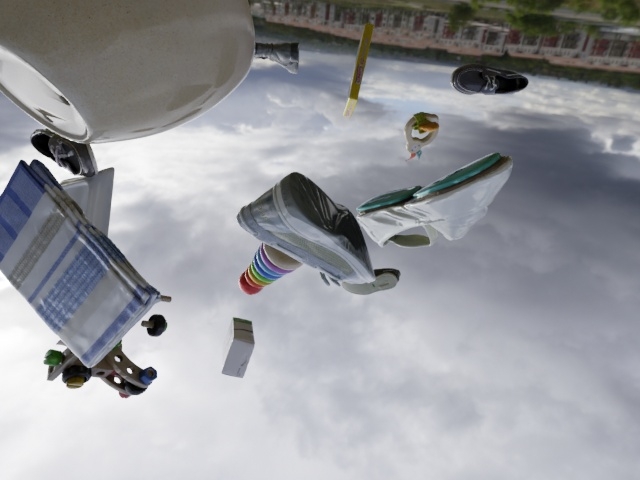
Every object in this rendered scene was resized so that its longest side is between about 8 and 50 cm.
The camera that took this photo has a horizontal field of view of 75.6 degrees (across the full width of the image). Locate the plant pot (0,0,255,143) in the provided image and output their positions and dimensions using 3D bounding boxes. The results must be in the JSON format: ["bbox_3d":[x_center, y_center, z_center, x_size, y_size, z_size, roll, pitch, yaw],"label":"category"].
[{"bbox_3d":[-0.241,-0.217,0.445,0.284,0.284,0.190,17,-116,22],"label":"plant pot"}]

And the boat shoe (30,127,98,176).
[{"bbox_3d":[-0.636,-0.217,1.018,0.096,0.112,0.335,-25,-145,-31],"label":"boat shoe"}]

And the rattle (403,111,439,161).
[{"bbox_3d":[0.362,-0.336,1.452,0.130,0.199,0.142,-7,-139,-29],"label":"rattle"}]

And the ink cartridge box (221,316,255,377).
[{"bbox_3d":[-0.338,0.431,1.684,0.093,0.160,0.219,18,-173,-15],"label":"ink cartridge box"}]

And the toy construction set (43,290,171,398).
[{"bbox_3d":[-0.569,0.259,1.023,0.309,0.257,0.237,-16,156,34],"label":"toy construction set"}]

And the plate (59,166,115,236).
[{"bbox_3d":[-0.645,-0.047,1.087,0.278,0.277,0.045,-3,172,35],"label":"plate"}]

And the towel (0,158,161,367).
[{"bbox_3d":[-0.392,0.043,0.633,0.285,0.209,0.034,47,-157,1],"label":"towel"}]

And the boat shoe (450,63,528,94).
[{"bbox_3d":[0.422,-0.399,1.025,0.206,0.075,0.065,-2,-163,-19],"label":"boat shoe"}]

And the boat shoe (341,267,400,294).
[{"bbox_3d":[0.189,0.151,1.557,0.233,0.084,0.079,-13,-158,32],"label":"boat shoe"}]

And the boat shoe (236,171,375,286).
[{"bbox_3d":[0.000,0.002,0.670,0.103,0.118,0.320,-23,153,20],"label":"boat shoe"}]

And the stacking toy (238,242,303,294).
[{"bbox_3d":[-0.176,0.087,1.307,0.141,0.330,0.141,18,-126,-26],"label":"stacking toy"}]

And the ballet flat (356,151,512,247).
[{"bbox_3d":[0.216,-0.056,0.798,0.139,0.139,0.400,-8,177,-28],"label":"ballet flat"}]

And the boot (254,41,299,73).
[{"bbox_3d":[-0.156,-0.654,1.456,0.161,0.083,0.246,3,-170,-3],"label":"boot"}]

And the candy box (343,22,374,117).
[{"bbox_3d":[0.096,-0.430,1.052,0.027,0.205,0.105,14,172,-6],"label":"candy box"}]
